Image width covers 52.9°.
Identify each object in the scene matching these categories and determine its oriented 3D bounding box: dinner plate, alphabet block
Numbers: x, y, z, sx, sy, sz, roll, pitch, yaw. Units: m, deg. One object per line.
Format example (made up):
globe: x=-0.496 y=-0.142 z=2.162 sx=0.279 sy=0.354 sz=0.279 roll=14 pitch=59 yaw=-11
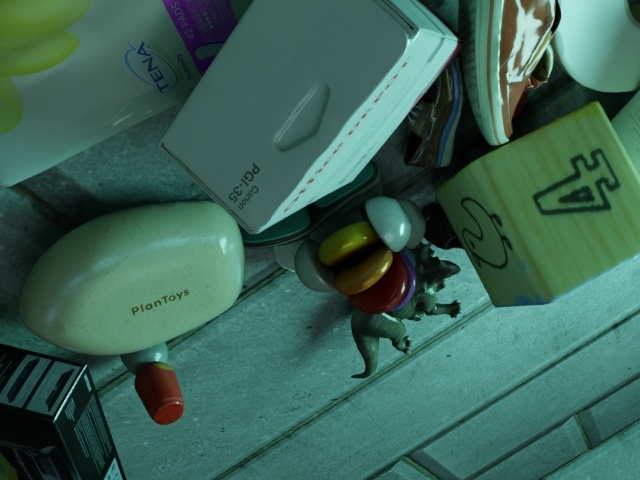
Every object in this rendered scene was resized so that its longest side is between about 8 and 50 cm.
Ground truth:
dinner plate: x=0.000 y=0.000 z=0.933 sx=0.141 sy=0.017 sz=0.141 roll=-15 pitch=139 yaw=-14
alphabet block: x=0.300 y=-0.039 z=0.868 sx=0.193 sy=0.197 sz=0.192 roll=-26 pitch=175 yaw=-9

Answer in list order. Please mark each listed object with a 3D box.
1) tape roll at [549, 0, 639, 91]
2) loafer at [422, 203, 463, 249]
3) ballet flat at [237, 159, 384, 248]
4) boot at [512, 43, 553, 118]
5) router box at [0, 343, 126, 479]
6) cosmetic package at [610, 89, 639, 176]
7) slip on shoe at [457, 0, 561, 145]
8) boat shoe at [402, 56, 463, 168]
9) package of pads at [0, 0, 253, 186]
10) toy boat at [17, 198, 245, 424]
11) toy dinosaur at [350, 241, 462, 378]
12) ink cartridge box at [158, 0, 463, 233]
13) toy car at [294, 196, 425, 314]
tape roll: x=0.427 y=-0.360 z=0.761 sx=0.391 sy=0.072 sz=0.392 roll=-16 pitch=138 yaw=-14
loafer: x=0.255 y=-0.012 z=1.019 sx=0.219 sy=0.078 sz=0.080 roll=-6 pitch=135 yaw=-24
ballet flat: x=-0.010 y=-0.034 z=0.850 sx=0.213 sy=0.072 sz=0.068 roll=-28 pitch=145 yaw=-2
boot: x=0.251 y=-0.203 z=0.814 sx=0.059 sy=0.085 sz=0.158 roll=-24 pitch=142 yaw=-8
router box: x=-0.397 y=0.248 z=0.821 sx=0.242 sy=0.081 sz=0.309 roll=12 pitch=135 yaw=6
cosmetic package: x=0.526 y=-0.131 z=0.918 sx=0.217 sy=0.156 sz=0.385 roll=-13 pitch=152 yaw=-22
slip on shoe: x=0.202 y=-0.219 z=0.682 sx=0.101 sy=0.123 sz=0.331 roll=-13 pitch=147 yaw=4
boat shoe: x=0.134 y=-0.160 z=0.804 sx=0.066 sy=0.066 sz=0.183 roll=-13 pitch=134 yaw=-6
package of pads: x=-0.211 y=-0.196 z=0.539 sx=0.296 sy=0.101 sz=0.229 roll=-26 pitch=139 yaw=-2
toy boat: x=-0.228 y=0.087 z=0.814 sx=0.267 sy=0.148 sz=0.318 roll=-15 pitch=131 yaw=-23
toy dinosaur: x=0.122 y=0.105 z=1.063 sx=0.160 sy=0.121 sz=0.313 roll=25 pitch=127 yaw=-28
ink cartridge box: x=0.011 y=-0.142 z=0.597 sx=0.207 sy=0.117 sz=0.283 roll=-49 pitch=175 yaw=23
toy car: x=0.069 y=0.030 z=0.848 sx=0.159 sy=0.136 sz=0.182 roll=-33 pitch=170 yaw=20
